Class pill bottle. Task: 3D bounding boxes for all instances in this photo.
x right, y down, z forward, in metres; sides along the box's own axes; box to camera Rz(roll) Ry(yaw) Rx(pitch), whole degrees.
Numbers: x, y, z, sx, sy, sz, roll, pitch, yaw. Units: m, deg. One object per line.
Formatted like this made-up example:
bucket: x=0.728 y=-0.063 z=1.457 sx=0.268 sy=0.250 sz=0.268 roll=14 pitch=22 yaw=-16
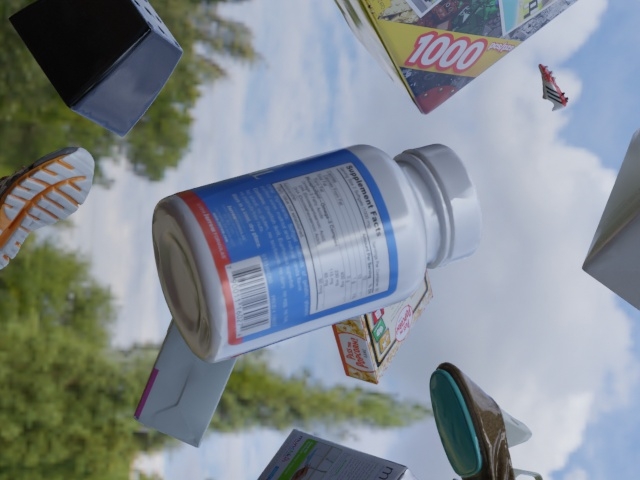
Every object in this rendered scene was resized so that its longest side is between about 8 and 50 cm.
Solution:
pill bottle: x=0.000 y=0.000 z=0.954 sx=0.124 sy=0.222 sz=0.124 roll=48 pitch=-33 yaw=47

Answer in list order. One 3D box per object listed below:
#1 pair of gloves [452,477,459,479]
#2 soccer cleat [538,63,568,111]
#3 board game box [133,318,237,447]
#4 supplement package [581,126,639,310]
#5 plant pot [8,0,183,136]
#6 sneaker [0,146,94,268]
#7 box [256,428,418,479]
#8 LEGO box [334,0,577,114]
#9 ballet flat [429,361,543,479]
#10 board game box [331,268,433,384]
pair of gloves: x=0.124 y=0.306 z=0.993 sx=0.240 sy=0.204 sz=0.042 roll=-51 pitch=156 yaw=-21
soccer cleat: x=0.375 y=-0.251 z=2.155 sx=0.036 sy=0.083 sz=0.029 roll=-30 pitch=-170 yaw=24
board game box: x=-0.141 y=0.098 z=1.712 sx=0.303 sy=0.098 sz=0.224 roll=-80 pitch=-166 yaw=-74
supplement package: x=0.455 y=-0.052 z=1.536 sx=0.175 sy=0.177 sz=0.293 roll=-52 pitch=-176 yaw=44
plant pot: x=-0.324 y=-0.296 z=1.992 sx=0.188 sy=0.167 sz=0.187 roll=55 pitch=9 yaw=18
sneaker: x=-0.364 y=-0.052 z=1.593 sx=0.215 sy=0.084 sz=0.083 roll=-35 pitch=-136 yaw=17
box: x=-0.006 y=0.410 z=1.766 sx=0.231 sy=0.126 sz=0.262 roll=10 pitch=-126 yaw=45
LEGO box: x=0.164 y=-0.431 z=1.617 sx=0.193 sy=0.372 sz=0.500 roll=54 pitch=2 yaw=28
ballet flat: x=0.253 y=0.331 z=1.856 sx=0.116 sy=0.124 sz=0.342 roll=143 pitch=-66 yaw=-65
board game box: x=0.062 y=0.041 z=1.450 sx=0.146 sy=0.045 sz=0.193 roll=-53 pitch=144 yaw=-35
